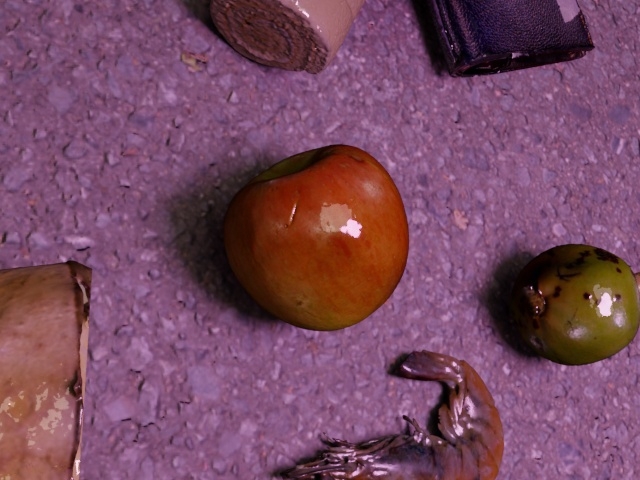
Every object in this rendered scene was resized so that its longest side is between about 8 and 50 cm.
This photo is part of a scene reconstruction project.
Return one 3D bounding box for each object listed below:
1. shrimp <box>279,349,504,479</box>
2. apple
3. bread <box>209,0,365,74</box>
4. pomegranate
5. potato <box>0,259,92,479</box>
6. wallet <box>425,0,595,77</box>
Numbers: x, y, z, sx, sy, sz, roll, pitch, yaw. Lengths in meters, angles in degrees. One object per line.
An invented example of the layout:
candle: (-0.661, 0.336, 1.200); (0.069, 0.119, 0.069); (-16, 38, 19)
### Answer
shrimp: (0.087, 0.205, 1.017); (0.296, 0.058, 0.169); (5, 69, -30)
apple: (0.000, 0.000, 0.939); (0.196, 0.196, 0.195); (7, 75, -26)
bread: (-0.030, -0.277, 1.011); (0.148, 0.134, 0.141); (19, 64, 16)
pomegranate: (0.321, 0.065, 1.120); (0.220, 0.156, 0.156); (-32, 94, -47)
potato: (-0.297, 0.153, 0.738); (0.243, 0.242, 0.285); (6, 95, -27)
wallet: (0.236, -0.333, 1.218); (0.262, 0.071, 0.220); (-14, 80, -33)
